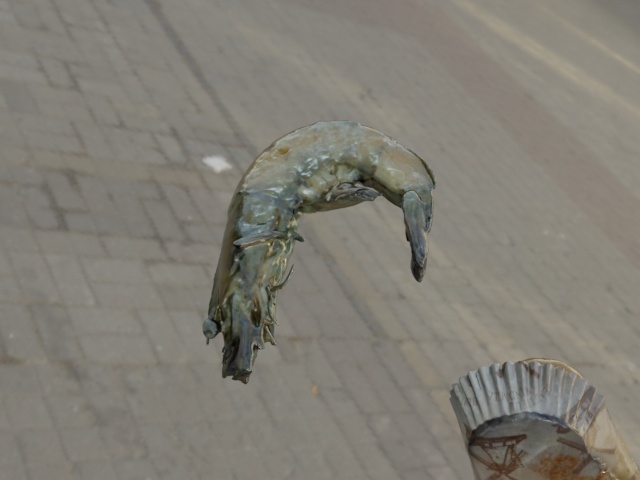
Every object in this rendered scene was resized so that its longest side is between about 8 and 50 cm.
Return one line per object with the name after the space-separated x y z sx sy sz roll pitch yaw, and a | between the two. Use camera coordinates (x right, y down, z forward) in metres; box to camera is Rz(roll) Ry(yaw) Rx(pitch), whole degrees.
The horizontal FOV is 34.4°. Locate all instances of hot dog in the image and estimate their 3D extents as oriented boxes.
0.172 0.178 0.771 0.069 0.131 0.253 -87 157 -49 | hot dog

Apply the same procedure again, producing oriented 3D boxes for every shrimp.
0.000 0.000 0.681 0.150 0.051 0.217 1 52 20 | shrimp
